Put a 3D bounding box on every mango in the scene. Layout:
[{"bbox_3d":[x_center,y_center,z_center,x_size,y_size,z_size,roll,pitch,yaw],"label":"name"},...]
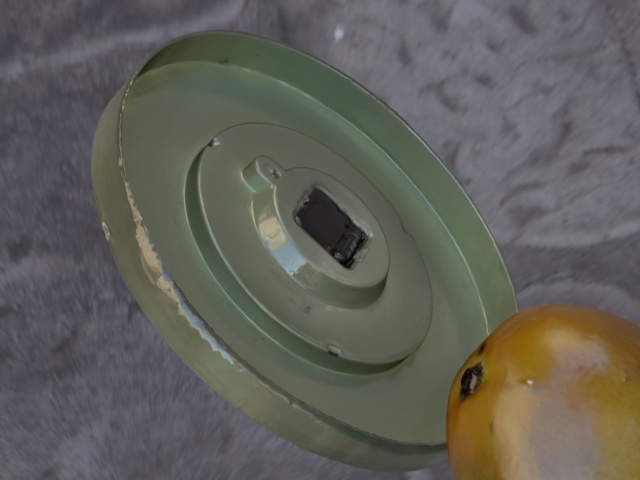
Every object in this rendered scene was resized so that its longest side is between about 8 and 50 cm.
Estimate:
[{"bbox_3d":[0.114,0.101,0.689,0.111,0.089,0.163,-21,80,-31],"label":"mango"}]

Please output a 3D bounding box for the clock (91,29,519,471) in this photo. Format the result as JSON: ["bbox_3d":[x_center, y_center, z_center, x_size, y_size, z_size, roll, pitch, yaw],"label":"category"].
[{"bbox_3d":[0.000,0.000,0.827,0.235,0.029,0.235,27,38,-24],"label":"clock"}]
